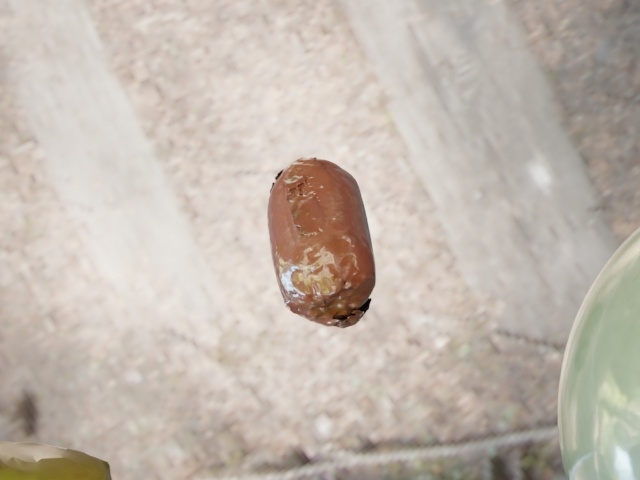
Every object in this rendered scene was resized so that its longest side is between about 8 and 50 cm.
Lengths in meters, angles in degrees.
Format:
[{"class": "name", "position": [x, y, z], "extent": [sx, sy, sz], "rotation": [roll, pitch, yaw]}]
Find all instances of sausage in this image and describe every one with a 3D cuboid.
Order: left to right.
[{"class": "sausage", "position": [0.000, 0.000, 1.321], "extent": [0.141, 0.076, 0.076], "rotation": [-99, 23, -47]}]

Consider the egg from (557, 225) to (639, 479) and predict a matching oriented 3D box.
[{"class": "egg", "position": [0.266, 0.092, 1.039], "extent": [0.278, 0.336, 0.278], "rotation": [0, 96, 1]}]

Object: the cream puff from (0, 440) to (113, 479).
[{"class": "cream puff", "position": [-0.199, 0.233, 0.958], "extent": [0.378, 0.378, 0.275], "rotation": [-9, 106, 43]}]
